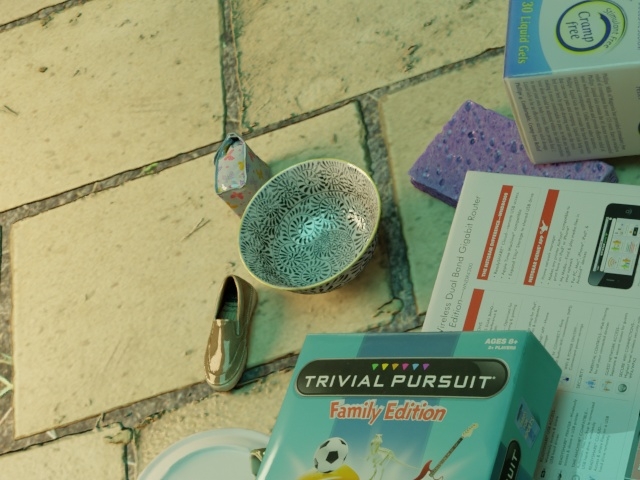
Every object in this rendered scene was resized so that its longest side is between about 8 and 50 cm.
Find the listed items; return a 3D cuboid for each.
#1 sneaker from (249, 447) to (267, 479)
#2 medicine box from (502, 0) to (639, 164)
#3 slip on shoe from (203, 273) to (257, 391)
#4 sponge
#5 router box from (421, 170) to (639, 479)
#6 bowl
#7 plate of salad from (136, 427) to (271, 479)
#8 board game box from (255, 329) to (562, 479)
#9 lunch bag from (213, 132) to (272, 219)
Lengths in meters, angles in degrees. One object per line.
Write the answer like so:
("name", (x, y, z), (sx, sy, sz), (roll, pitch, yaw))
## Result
("sneaker", (-0.028, 0.225, 1.617), (0.086, 0.064, 0.192), (27, 55, -2))
("medicine box", (0.356, -0.238, 1.701), (0.289, 0.149, 0.264), (-5, 53, 19))
("slip on shoe", (-0.104, 0.102, 1.786), (0.051, 0.041, 0.135), (2, 60, 26))
("sponge", (0.208, -0.070, 1.757), (0.210, 0.031, 0.117), (30, 76, 36))
("router box", (0.251, 0.105, 1.567), (0.301, 0.082, 0.336), (7, 69, 29))
("bowl", (0.000, 0.000, 1.778), (0.170, 0.080, 0.170), (-12, 54, 18))
("plate of salad", (-0.104, 0.284, 1.656), (0.199, 0.048, 0.200), (-6, 50, 7))
("board game box", (0.055, 0.243, 1.454), (0.253, 0.079, 0.336), (-4, 54, 35))
("lunch bag", (-0.091, -0.076, 1.877), (0.053, 0.071, 0.083), (-14, 56, 22))
